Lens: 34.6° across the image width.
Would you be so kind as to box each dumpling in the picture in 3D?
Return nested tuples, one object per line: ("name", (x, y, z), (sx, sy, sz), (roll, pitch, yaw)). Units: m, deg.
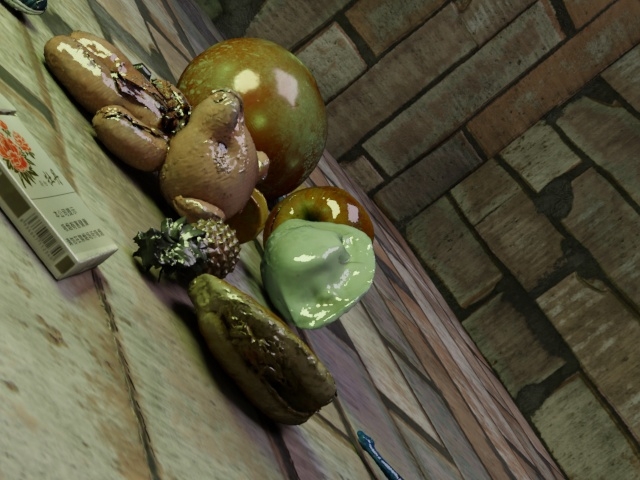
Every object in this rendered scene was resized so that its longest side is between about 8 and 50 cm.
("dumpling", (-0.013, 0.028, 1.367), (0.108, 0.152, 0.219), (44, 15, -42))

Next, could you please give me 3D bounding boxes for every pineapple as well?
("pineapple", (-0.138, 0.012, 1.053), (0.074, 0.074, 0.159), (54, 14, 12))

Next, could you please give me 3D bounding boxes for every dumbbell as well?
("dumbbell", (-0.269, -0.236, 1.513), (0.036, 0.040, 0.083), (18, 18, -15))

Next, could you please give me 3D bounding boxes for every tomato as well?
("tomato", (-0.102, -0.207, 1.681), (0.270, 0.222, 0.270), (48, 11, -12))

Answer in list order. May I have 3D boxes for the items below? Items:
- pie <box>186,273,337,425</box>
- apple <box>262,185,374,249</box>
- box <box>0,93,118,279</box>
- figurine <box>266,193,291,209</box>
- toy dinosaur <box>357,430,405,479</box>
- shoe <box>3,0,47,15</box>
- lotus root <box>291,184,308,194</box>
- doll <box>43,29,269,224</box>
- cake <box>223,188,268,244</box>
("pie", (-0.061, 0.108, 1.026), (0.193, 0.079, 0.163), (48, -1, -25))
("apple", (-0.004, -0.004, 1.534), (0.146, 0.163, 0.147), (56, 4, 25))
("box", (-0.249, -0.058, 0.846), (0.198, 0.029, 0.109), (53, 7, -1))
("figurine", (-0.066, -0.066, 1.892), (0.106, 0.047, 0.060), (50, 23, -43))
("toy dinosaur", (0.151, 0.349, 1.174), (0.144, 0.076, 0.329), (36, 14, -42))
("shoe", (-0.369, -0.327, 1.215), (0.143, 0.071, 0.064), (51, 7, -46))
("lotus root", (-0.038, -0.068, 2.014), (0.072, 0.063, 0.152), (17, 39, -60))
("doll", (-0.183, -0.158, 1.228), (0.303, 0.156, 0.201), (45, 28, -9))
("cake", (-0.111, -0.035, 1.353), (0.084, 0.084, 0.044), (52, 15, -3))
